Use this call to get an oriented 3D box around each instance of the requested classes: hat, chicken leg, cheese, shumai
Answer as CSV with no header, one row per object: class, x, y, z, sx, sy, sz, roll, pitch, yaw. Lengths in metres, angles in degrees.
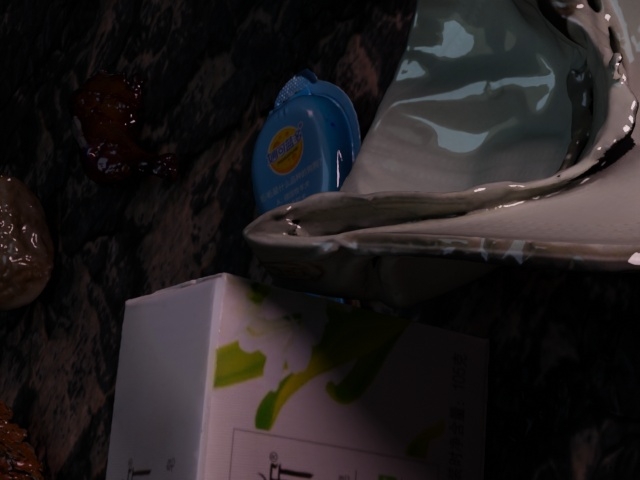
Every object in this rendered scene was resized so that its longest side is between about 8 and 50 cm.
hat,0.123,-0.057,0.842,0.301,0.168,0.258,14,70,34
chicken leg,-0.175,-0.088,1.364,0.093,0.053,0.205,-46,44,15
cheese,0.000,0.000,1.070,0.106,0.037,0.256,-31,59,39
shumai,-0.314,0.001,1.488,0.116,0.145,0.145,-15,-58,-85

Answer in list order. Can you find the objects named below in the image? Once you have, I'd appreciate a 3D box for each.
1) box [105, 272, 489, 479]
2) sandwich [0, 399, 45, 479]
box,-0.015,0.166,0.875,0.111,0.194,0.260,-13,68,53
sandwich,-0.296,0.229,1.395,0.159,0.079,0.235,-57,39,8
